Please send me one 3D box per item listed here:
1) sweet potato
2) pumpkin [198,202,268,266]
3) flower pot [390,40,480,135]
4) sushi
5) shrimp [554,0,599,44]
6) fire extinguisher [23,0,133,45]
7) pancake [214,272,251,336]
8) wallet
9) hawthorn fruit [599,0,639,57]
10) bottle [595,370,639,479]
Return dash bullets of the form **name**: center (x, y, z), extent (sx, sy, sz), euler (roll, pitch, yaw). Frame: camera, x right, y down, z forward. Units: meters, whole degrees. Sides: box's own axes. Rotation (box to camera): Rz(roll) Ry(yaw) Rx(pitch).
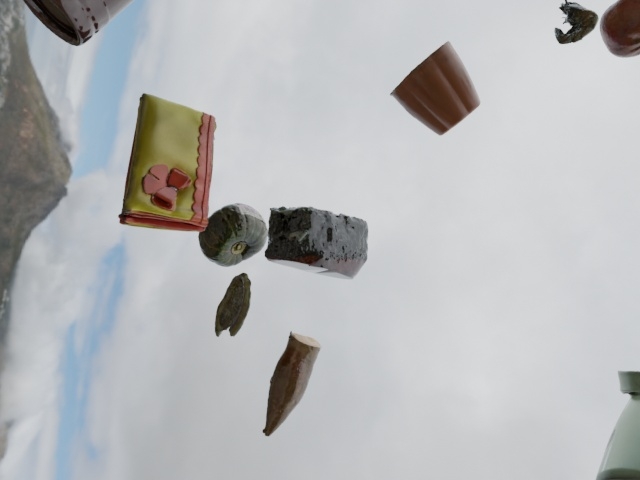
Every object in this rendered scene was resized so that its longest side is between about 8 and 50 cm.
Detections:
- **sweet potato**: center (-0.103, 0.464, 1.350), extent (0.131, 0.131, 0.336), euler (1, -115, 52)
- **pumpkin**: center (-0.327, -0.029, 1.538), extent (0.189, 0.260, 0.260), euler (53, -57, 30)
- **flower pot**: center (0.303, -0.371, 1.065), extent (0.173, 0.190, 0.191), euler (49, -50, -2)
- **sushi**: center (0.000, 0.000, 0.832), extent (0.136, 0.225, 0.126), euler (0, -102, 44)
- **shrimp**: center (0.612, -0.540, 1.037), extent (0.091, 0.034, 0.160), euler (-42, -144, 34)
- **fire extinguisher**: center (-0.273, -0.438, 0.593), extent (0.102, 0.138, 0.343), euler (5, -124, 54)
- **pancake**: center (-0.271, 0.200, 1.310), extent (0.235, 0.029, 0.211), euler (-28, -133, 50)
- **wallet**: center (-0.249, -0.134, 0.715), extent (0.067, 0.141, 0.241), euler (-41, -134, 53)
- **hawthorn fruit**: center (0.613, -0.424, 0.817), extent (0.128, 0.128, 0.127), euler (-17, -112, 49)
- **bottle**: center (0.602, 0.296, 0.672), extent (0.352, 0.229, 0.229), euler (-44, -155, -29)
